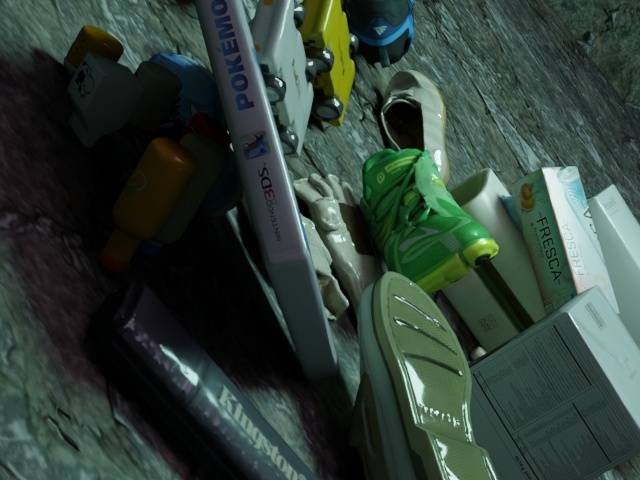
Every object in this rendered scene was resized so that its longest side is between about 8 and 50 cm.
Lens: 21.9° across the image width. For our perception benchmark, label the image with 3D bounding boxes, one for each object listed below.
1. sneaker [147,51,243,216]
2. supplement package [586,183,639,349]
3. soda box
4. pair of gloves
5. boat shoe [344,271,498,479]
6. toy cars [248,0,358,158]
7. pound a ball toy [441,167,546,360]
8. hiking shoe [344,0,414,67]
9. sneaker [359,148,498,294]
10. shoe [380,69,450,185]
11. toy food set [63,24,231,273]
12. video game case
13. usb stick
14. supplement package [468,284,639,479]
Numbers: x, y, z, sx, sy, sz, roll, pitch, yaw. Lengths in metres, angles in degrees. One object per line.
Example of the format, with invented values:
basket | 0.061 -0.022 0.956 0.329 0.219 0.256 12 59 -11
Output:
sneaker | -0.117 -0.101 1.438 0.073 0.063 0.162 20 40 -56
supplement package | 0.383 0.098 2.191 0.293 0.175 0.177 58 19 3
soda box | 0.278 0.010 1.890 0.063 0.058 0.183 -4 74 -38
pair of gloves | 0.000 0.000 1.601 0.240 0.042 0.204 27 35 -55
boat shoe | 0.070 0.156 1.427 0.113 0.103 0.302 29 32 -31
toy cars | -0.037 -0.185 1.719 0.393 0.087 0.177 -45 141 -72
pound a ball toy | 0.248 0.087 1.936 0.319 0.135 0.208 53 19 -10
hiking shoe | 0.075 -0.304 2.237 0.304 0.113 0.132 -47 134 -77
sneaker | 0.091 -0.024 1.695 0.124 0.109 0.295 62 -5 -18
shoe | 0.118 -0.149 2.085 0.058 0.076 0.219 48 22 -41
toy food set | -0.148 -0.068 1.303 0.111 0.104 0.232 19 21 -39
video game case | -0.047 -0.066 1.334 0.329 0.036 0.300 78 -3 -70
usb stick | -0.065 0.143 1.198 0.278 0.045 0.077 51 19 -19
supplement package | 0.208 0.166 1.599 0.149 0.203 0.194 58 18 5
